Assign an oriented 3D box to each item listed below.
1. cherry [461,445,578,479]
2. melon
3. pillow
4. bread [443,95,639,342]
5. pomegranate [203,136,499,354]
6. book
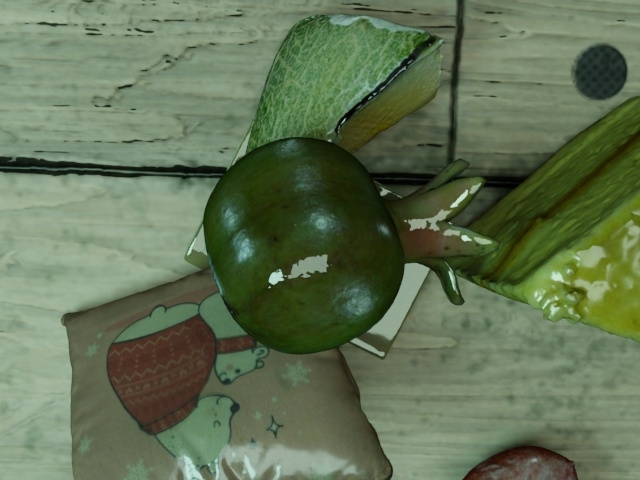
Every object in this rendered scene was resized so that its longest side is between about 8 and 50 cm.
[{"bbox_3d":[0.140,0.267,0.671,0.107,0.090,0.225,35,102,-21],"label":"cherry"},{"bbox_3d":[0.004,-0.118,0.624,0.202,0.093,0.140,-36,63,18],"label":"melon"},{"bbox_3d":[-0.086,0.109,0.587,0.236,0.084,0.223,-15,53,-1],"label":"pillow"},{"bbox_3d":[0.312,0.077,0.579,0.245,0.233,0.362,-41,98,-3],"label":"bread"},{"bbox_3d":[0.017,-0.001,0.534,0.191,0.152,0.131,-13,140,-13],"label":"pomegranate"},{"bbox_3d":[0.000,0.000,0.666,0.198,0.016,0.138,28,94,-5],"label":"book"}]
